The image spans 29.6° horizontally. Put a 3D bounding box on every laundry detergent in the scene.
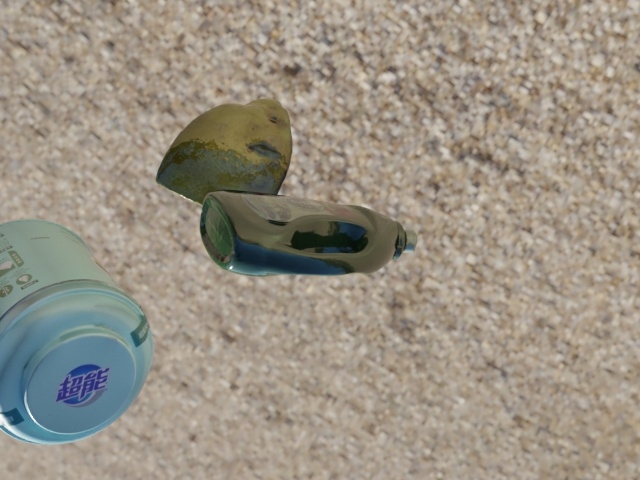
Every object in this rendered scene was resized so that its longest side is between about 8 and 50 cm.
[{"bbox_3d":[-0.436,0.154,1.938,0.305,0.287,0.287,40,162,48],"label":"laundry detergent"},{"bbox_3d":[0.000,0.000,1.153,0.211,0.063,0.137,5,-162,-24],"label":"laundry detergent"}]

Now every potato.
[{"bbox_3d":[-0.104,-0.104,1.395,0.120,0.149,0.081,17,-176,-34],"label":"potato"}]
